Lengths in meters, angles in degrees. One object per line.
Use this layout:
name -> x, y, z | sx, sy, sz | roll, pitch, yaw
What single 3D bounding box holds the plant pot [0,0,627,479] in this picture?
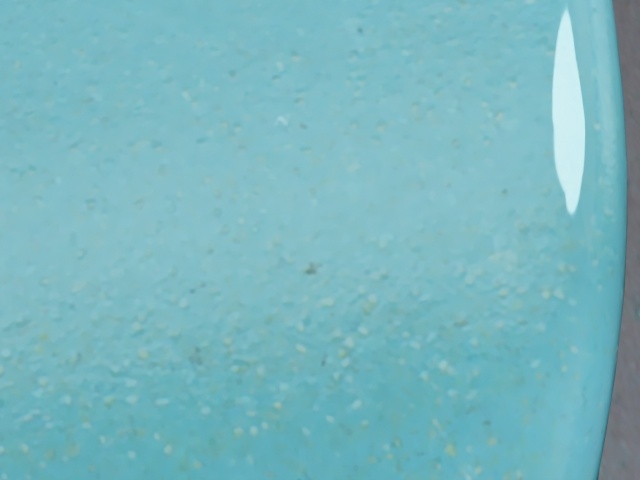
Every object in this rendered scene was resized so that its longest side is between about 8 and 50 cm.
plant pot -> -0.024, 0.022, 0.571 | 0.247, 0.247, 0.252 | -10, 67, 1
